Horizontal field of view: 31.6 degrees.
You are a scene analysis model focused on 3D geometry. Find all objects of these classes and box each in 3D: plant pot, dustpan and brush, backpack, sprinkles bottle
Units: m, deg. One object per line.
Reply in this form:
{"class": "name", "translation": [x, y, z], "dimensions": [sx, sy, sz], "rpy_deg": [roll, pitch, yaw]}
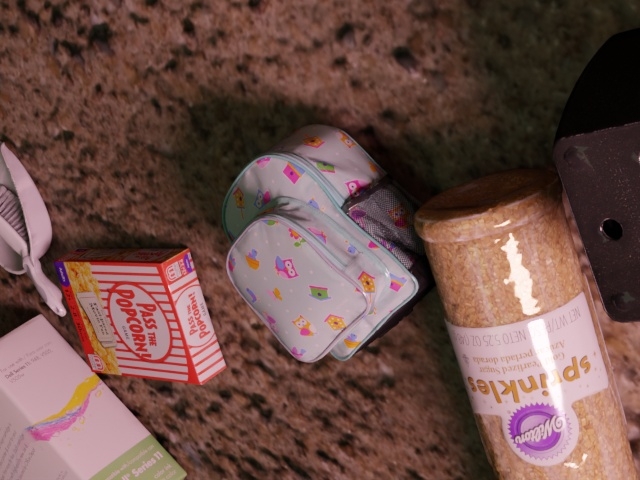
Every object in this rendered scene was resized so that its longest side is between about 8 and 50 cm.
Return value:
{"class": "plant pot", "translation": [0.255, -0.044, 0.721], "dimensions": [0.187, 0.167, 0.188], "rpy_deg": [-9, 105, 43]}
{"class": "dustpan and brush", "translation": [-0.355, 0.004, 1.353], "dimensions": [0.211, 0.060, 0.147], "rpy_deg": [45, 135, 12]}
{"class": "backpack", "translation": [0.000, 0.000, 0.987], "dimensions": [0.188, 0.144, 0.166], "rpy_deg": [52, 141, 10]}
{"class": "sprinkles bottle", "translation": [0.179, 0.125, 0.913], "dimensions": [0.121, 0.121, 0.355], "rpy_deg": [-6, 108, 43]}

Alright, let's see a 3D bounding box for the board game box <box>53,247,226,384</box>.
{"class": "board game box", "translation": [-0.206, 0.082, 1.278], "dimensions": [0.193, 0.045, 0.146], "rpy_deg": [-1, 112, 41]}

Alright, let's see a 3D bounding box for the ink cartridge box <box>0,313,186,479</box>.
{"class": "ink cartridge box", "translation": [-0.354, 0.243, 1.442], "dimensions": [0.353, 0.119, 0.207], "rpy_deg": [45, 135, 11]}
